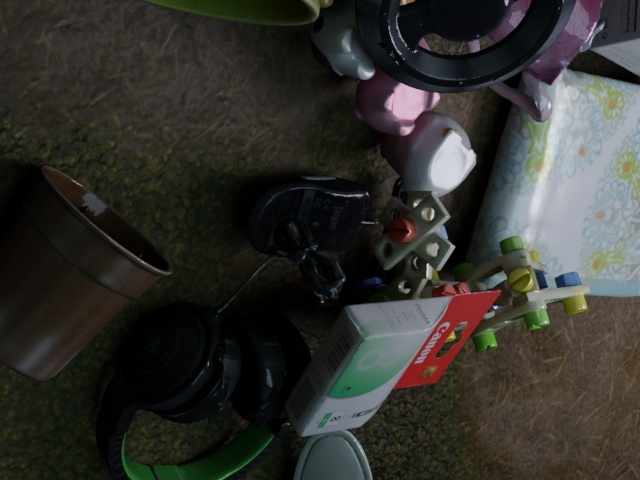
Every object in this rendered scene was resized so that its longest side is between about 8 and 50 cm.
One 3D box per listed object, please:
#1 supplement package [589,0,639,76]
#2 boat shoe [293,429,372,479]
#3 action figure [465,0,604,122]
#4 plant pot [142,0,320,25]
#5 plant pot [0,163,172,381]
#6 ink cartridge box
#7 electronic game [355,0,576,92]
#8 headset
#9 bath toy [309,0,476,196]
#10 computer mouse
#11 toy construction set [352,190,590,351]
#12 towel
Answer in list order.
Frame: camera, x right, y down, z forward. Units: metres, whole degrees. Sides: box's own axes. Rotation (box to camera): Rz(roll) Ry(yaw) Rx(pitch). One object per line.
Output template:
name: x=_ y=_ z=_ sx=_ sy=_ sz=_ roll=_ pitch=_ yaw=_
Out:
supplement package: x=0.501 y=-0.323 z=1.406 sx=0.261 sy=0.145 sz=0.204 roll=16 pitch=76 yaw=-40
boat shoe: x=0.026 y=0.367 z=1.444 sx=0.114 sy=0.091 sz=0.303 roll=4 pitch=116 yaw=9
action figure: x=0.151 y=-0.327 z=1.148 sx=0.370 sy=0.248 sz=0.276 roll=11 pitch=111 yaw=-46
plant pot: x=-0.110 y=-0.353 z=0.929 sx=0.276 sy=0.276 sz=0.254 roll=12 pitch=91 yaw=-39
plant pot: x=-0.265 y=0.039 z=1.042 sx=0.165 sy=0.167 sz=0.167 roll=-48 pitch=131 yaw=2
ink cartridge box: x=0.092 y=0.139 z=1.181 sx=0.224 sy=0.056 sz=0.181 roll=-1 pitch=137 yaw=-32
electronic game: x=0.148 y=-0.244 z=1.057 sx=0.229 sy=0.048 sz=0.229 roll=-5 pitch=136 yaw=-5
headset: x=-0.097 y=0.156 z=1.192 sx=0.243 sy=0.185 sz=0.394 roll=9 pitch=116 yaw=-39
bath toy: x=0.071 y=-0.200 z=1.197 sx=0.151 sy=0.129 sz=0.348 roll=-44 pitch=128 yaw=-15
computer mouse: x=0.000 y=0.000 z=1.285 sx=0.262 sy=0.060 sz=0.184 roll=-6 pitch=120 yaw=-38
toy construction set: x=0.166 y=0.059 z=1.287 sx=0.327 sy=0.215 sz=0.151 roll=24 pitch=52 yaw=-44
towel: x=0.383 y=-0.078 z=1.512 sx=0.374 sy=0.090 sz=0.321 roll=4 pitch=104 yaw=-38
